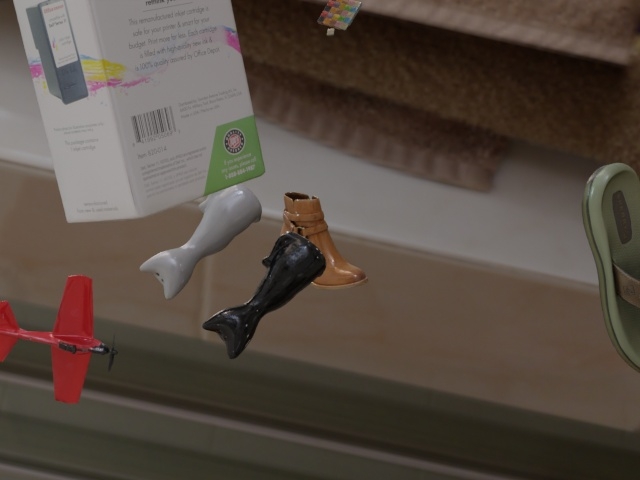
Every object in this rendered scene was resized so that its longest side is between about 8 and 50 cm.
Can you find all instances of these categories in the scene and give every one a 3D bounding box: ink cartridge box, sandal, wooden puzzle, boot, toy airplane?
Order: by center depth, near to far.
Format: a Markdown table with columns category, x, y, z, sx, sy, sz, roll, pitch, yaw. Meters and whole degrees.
| category | x | y | z | sx | sy | sz | roll | pitch | yaw |
| --- | --- | --- | --- | --- | --- | --- | --- | --- | --- |
| ink cartridge box | -0.196 | -0.214 | 1.231 | 0.207 | 0.119 | 0.353 | -24 | -72 | -49 |
| toy airplane | -0.285 | 0.101 | 1.233 | 0.028 | 0.151 | 0.151 | -58 | -18 | -71 |
| sandal | 0.410 | 0.048 | 1.472 | 0.120 | 0.086 | 0.302 | -35 | -68 | -34 |
| wooden puzzle | 0.028 | -0.327 | 1.687 | 0.083 | 0.049 | 0.006 | -60 | -29 | -15 |
| boot | 0.000 | 0.000 | 2.035 | 0.073 | 0.197 | 0.152 | -18 | -66 | -46 |

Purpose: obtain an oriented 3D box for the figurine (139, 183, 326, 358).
| category | x | y | z | sx | sy | sz | roll | pitch | yaw |
| --- | --- | --- | --- | --- | --- | --- | --- | --- | --- |
| figurine | -0.137 | 0.042 | 1.775 | 0.209 | 0.215 | 0.092 | -46 | -9 | -22 |
